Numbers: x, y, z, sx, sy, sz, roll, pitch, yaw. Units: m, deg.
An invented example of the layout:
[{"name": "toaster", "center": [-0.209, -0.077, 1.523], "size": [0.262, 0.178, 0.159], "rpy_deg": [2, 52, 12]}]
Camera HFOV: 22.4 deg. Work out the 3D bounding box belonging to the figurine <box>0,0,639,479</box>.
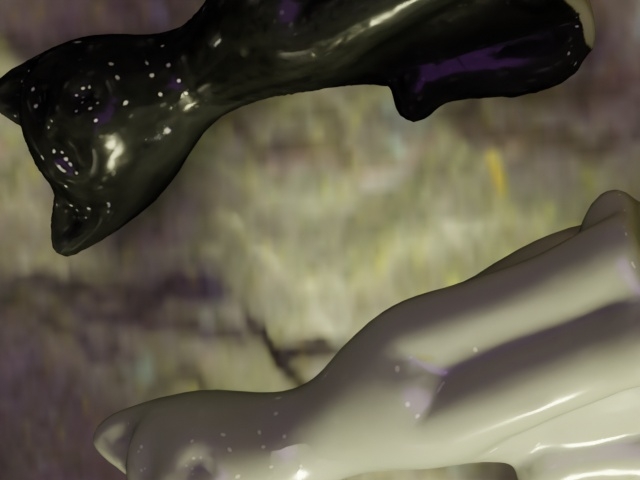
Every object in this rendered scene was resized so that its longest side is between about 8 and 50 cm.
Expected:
[{"name": "figurine", "center": [0.000, 0.000, 0.525], "size": [0.209, 0.092, 0.215], "rpy_deg": [-22, 76, 20]}]
